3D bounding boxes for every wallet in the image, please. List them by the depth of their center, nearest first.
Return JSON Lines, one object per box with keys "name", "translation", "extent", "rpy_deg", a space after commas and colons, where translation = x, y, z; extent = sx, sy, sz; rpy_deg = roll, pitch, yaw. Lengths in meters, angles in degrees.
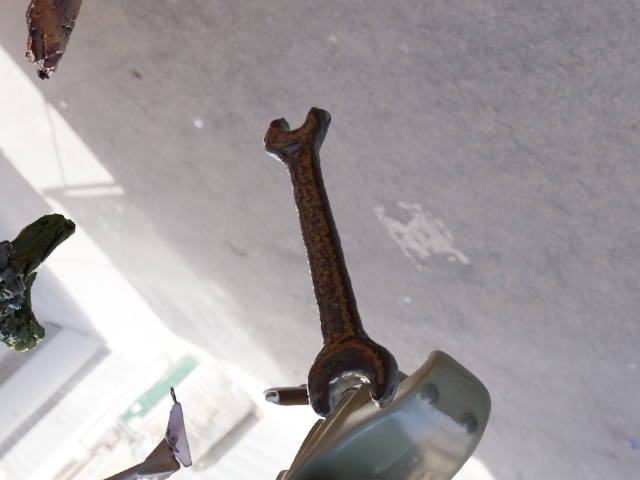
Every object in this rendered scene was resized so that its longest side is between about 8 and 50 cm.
{"name": "wallet", "translation": [-0.011, 0.250, 1.455], "extent": [0.118, 0.153, 0.038], "rpy_deg": [157, 111, -69]}

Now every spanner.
{"name": "spanner", "translation": [0.000, 0.000, 0.547], "extent": [0.015, 0.054, 0.254], "rpy_deg": [46, -158, -42]}

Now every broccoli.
{"name": "broccoli", "translation": [-0.463, 0.065, 1.387], "extent": [0.177, 0.275, 0.198], "rpy_deg": [-33, 85, 36]}

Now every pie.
{"name": "pie", "translation": [-0.292, -0.256, 0.993], "extent": [0.034, 0.170, 0.092], "rpy_deg": [27, -163, 10]}

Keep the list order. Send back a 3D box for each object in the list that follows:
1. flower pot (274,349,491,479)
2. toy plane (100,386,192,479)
{"name": "flower pot", "translation": [0.043, 0.303, 1.053], "extent": [0.165, 0.367, 0.254], "rpy_deg": [37, 163, -3]}
{"name": "toy plane", "translation": [-0.215, 0.220, 0.661], "extent": [0.107, 0.273, 0.182], "rpy_deg": [31, 118, 57]}
